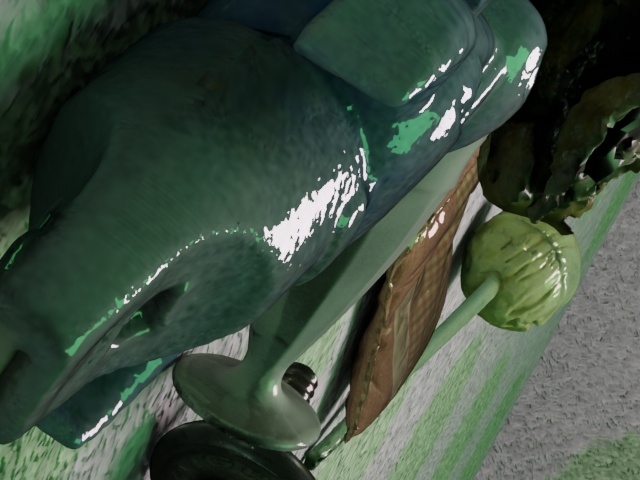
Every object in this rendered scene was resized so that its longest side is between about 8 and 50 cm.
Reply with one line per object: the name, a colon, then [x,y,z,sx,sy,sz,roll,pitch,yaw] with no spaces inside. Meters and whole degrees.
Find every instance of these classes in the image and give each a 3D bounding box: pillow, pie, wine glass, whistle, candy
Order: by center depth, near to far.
whistle: [-0.012,-0.029,0.522,0.180,0.093,0.269,-45,-178,41]
wine glass: [0.000,0.000,0.720,0.155,0.073,0.073,-61,170,18]
pie: [0.190,-0.175,0.877,0.371,0.078,0.296,-50,-163,35]
pillow: [0.058,0.025,1.142,0.135,0.034,0.211,-50,163,-39]
candy: [0.082,0.069,1.309,0.335,0.093,0.092,-37,112,-46]

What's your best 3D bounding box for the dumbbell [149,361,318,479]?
dumbbell: [-0.054,0.142,0.748,0.110,0.110,0.254,107,10,-47]
